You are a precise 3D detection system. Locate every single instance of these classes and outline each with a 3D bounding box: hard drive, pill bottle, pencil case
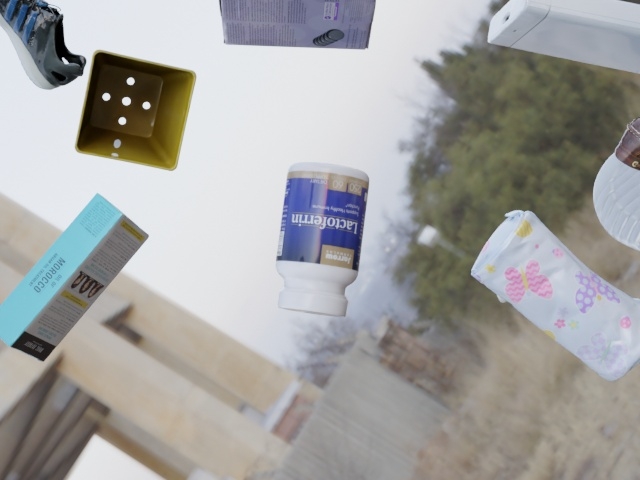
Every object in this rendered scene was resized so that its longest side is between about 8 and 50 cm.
[{"bbox_3d":[0.445,-0.298,1.577,0.233,0.353,0.047,158,122,-86],"label":"hard drive"},{"bbox_3d":[0.000,0.000,1.934,0.153,0.153,0.265,76,-160,-85],"label":"pill bottle"},{"bbox_3d":[0.348,0.077,1.515,0.124,0.273,0.113,-53,2,17],"label":"pencil case"}]

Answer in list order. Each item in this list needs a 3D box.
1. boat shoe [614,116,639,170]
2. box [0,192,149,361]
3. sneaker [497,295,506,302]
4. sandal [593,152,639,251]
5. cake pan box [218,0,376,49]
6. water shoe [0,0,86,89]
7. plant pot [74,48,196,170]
[{"bbox_3d":[0.438,-0.094,1.316,0.073,0.207,0.073,-56,35,17],"label":"boat shoe"},{"bbox_3d":[-0.363,0.055,1.551,0.244,0.060,0.100,-50,-23,-6],"label":"box"},{"bbox_3d":[0.417,0.066,2.108,0.302,0.121,0.108,-161,64,-85],"label":"sneaker"},{"bbox_3d":[0.586,-0.023,1.730,0.169,0.102,0.416,-50,33,8],"label":"sandal"},{"bbox_3d":[-0.036,-0.389,1.676,0.267,0.245,0.070,94,175,-72],"label":"cake pan box"},{"bbox_3d":[-0.379,-0.299,1.414,0.080,0.203,0.073,-17,31,15],"label":"water shoe"},{"bbox_3d":[-0.397,-0.282,2.250,0.187,0.212,0.212,-138,60,-69],"label":"plant pot"}]
